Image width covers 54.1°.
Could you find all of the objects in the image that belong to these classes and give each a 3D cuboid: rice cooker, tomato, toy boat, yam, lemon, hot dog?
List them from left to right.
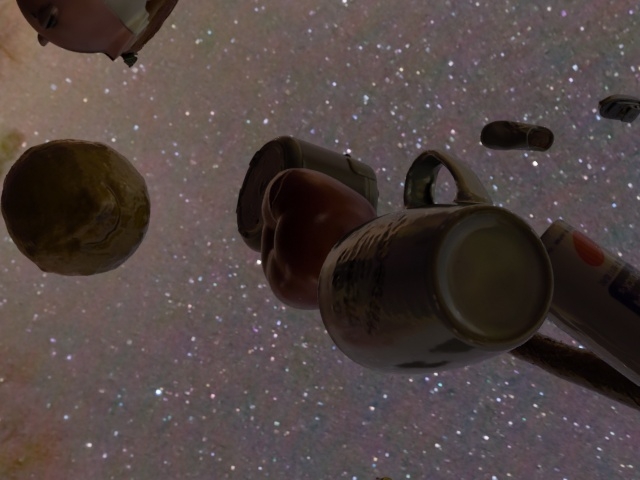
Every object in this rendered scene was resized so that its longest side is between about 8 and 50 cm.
[{"bbox_3d":[-0.471,-0.067,1.206,0.316,0.285,0.286,32,-89,30],"label":"lemon"},{"bbox_3d":[-0.195,-0.290,0.735,0.188,0.055,0.072,-45,-157,24],"label":"hot dog"},{"bbox_3d":[-0.025,-0.085,1.659,0.335,0.325,0.336,-35,-134,48],"label":"rice cooker"},{"bbox_3d":[0.000,0.000,1.257,0.298,0.226,0.299,180,-90,-69],"label":"tomato"},{"bbox_3d":[0.470,0.225,1.123,0.356,0.081,0.081,19,-99,57],"label":"yam"},{"bbox_3d":[0.654,-0.291,1.379,0.060,0.141,0.055,59,-43,33],"label":"toy boat"}]

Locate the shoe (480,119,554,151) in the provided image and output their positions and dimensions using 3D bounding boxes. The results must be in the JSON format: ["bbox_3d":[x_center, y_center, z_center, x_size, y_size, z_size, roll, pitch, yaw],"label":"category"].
[{"bbox_3d":[0.516,-0.270,1.619,0.078,0.195,0.079,-149,-116,-82],"label":"shoe"}]

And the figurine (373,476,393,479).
[{"bbox_3d":[0.132,0.437,1.019,0.129,0.177,0.109,155,-54,-72],"label":"figurine"}]

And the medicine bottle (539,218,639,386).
[{"bbox_3d":[0.430,0.118,0.851,0.341,0.130,0.130,39,-83,20],"label":"medicine bottle"}]

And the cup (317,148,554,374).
[{"bbox_3d":[0.124,0.013,0.672,0.234,0.186,0.258,148,-48,-69],"label":"cup"}]

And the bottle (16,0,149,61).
[{"bbox_3d":[-0.181,-0.273,0.568,0.147,0.147,0.237,27,-101,49],"label":"bottle"}]
